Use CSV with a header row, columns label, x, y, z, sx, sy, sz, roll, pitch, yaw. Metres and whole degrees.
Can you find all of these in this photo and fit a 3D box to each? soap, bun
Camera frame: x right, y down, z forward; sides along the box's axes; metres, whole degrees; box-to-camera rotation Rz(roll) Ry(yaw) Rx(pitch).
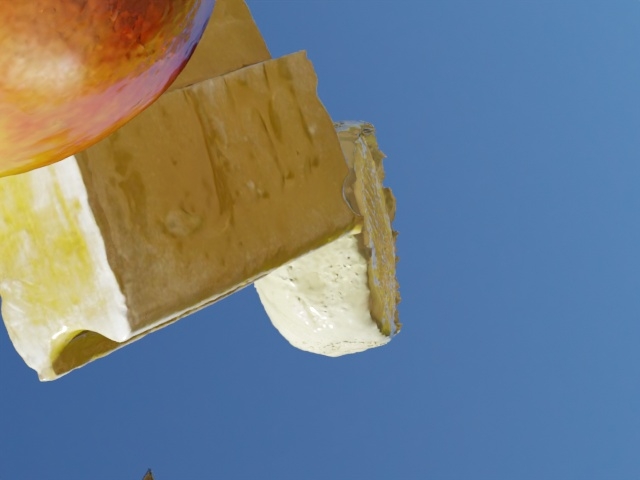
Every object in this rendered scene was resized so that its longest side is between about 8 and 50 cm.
label,x,y,z,sx,sy,sz,roll,pitch,yaw
soap,-0.127,-0.069,1.231,0.281,0.143,0.259,-28,-85,-52
bun,0.000,0.000,1.895,0.259,0.152,0.259,-9,-90,-80

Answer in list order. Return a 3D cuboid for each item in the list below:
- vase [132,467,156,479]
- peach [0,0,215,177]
label,x,y,z,sx,sy,sz,roll,pitch,yaw
vase,-0.085,0.256,1.471,0.183,0.120,0.120,30,-145,1
peach,-0.195,-0.177,0.863,0.332,0.308,0.308,30,-132,-67
